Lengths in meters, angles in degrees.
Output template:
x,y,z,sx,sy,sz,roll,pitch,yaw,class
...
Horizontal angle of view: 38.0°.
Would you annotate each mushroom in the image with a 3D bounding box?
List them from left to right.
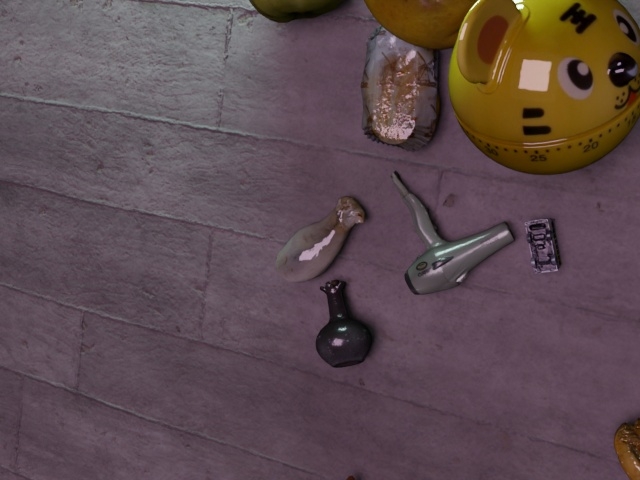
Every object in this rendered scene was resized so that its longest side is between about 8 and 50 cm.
x,y,z,sx,sy,sz,roll,pitch,yaw,class
0.000,0.000,1.974,0.225,0.093,0.116,-42,55,29,mushroom

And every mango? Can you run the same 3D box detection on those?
x,y,z,sx,sy,sz,roll,pitch,yaw,class
0.190,-0.576,1.755,0.301,0.220,0.445,-30,71,26,mango

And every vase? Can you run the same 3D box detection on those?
x,y,z,sx,sy,sz,roll,pitch,yaw,class
0.042,0.173,1.965,0.120,0.120,0.183,-19,72,28,vase

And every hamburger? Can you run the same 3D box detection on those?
x,y,z,sx,sy,sz,roll,pitch,yaw,class
0.595,0.392,1.680,0.083,0.138,0.147,-40,83,24,hamburger

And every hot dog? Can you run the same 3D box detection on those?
x,y,z,sx,sy,sz,roll,pitch,yaw,class
0.162,-0.311,1.868,0.163,0.082,0.270,1,88,19,hot dog

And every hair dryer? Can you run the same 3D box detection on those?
x,y,z,sx,sy,sz,roll,pitch,yaw,class
0.264,-0.037,1.853,0.229,0.092,0.267,-11,80,20,hair dryer

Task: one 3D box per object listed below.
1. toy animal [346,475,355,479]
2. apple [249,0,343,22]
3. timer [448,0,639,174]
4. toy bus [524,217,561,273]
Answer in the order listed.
x,y,z,sx,sy,sz,roll,pitch,yaw,class
0.130,0.642,1.937,0.281,0.195,0.169,27,146,26,toy animal
-0.049,-0.580,1.870,0.279,0.279,0.279,3,96,27,apple
0.380,-0.307,1.573,0.376,0.376,0.387,8,141,26,timer
0.426,0.007,1.773,0.052,0.058,0.102,-9,96,27,toy bus
